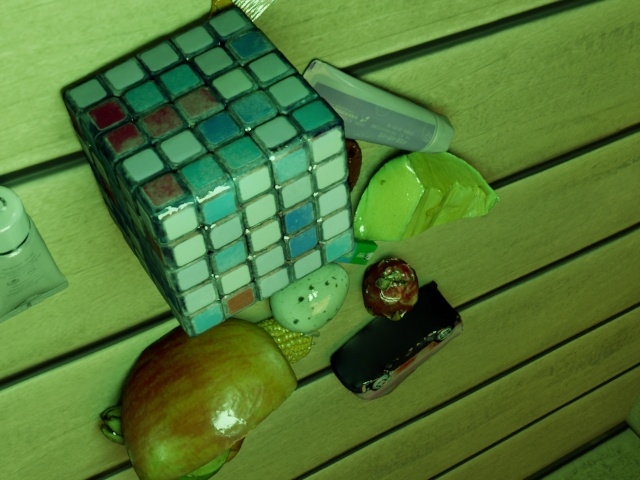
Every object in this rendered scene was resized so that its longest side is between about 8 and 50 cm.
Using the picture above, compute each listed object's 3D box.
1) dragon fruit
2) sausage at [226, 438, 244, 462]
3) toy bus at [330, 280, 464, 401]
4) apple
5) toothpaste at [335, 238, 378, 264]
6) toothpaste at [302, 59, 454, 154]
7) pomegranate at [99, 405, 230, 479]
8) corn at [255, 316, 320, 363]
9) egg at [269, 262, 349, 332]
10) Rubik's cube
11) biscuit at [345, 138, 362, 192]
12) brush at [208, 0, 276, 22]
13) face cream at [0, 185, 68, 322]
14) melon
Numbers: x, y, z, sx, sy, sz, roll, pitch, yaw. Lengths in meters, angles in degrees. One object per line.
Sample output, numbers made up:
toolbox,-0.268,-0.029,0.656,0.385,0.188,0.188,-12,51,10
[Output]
dragon fruit,0.158,0.099,2.425,0.125,0.125,0.246,-18,177,18
sausage,-0.188,0.414,2.491,0.062,0.054,0.183,10,132,-14
toy bus,0.171,0.231,2.583,0.303,0.127,0.147,-38,152,-5
apple,-0.211,0.285,2.088,0.346,0.254,0.179,-37,141,-14
toothpaste,0.000,0.000,2.163,0.267,0.065,0.050,8,120,-51
toothpaste,0.089,-0.212,1.986,0.371,0.080,0.125,9,124,-46
pomegranate,-0.300,0.390,2.217,0.241,0.190,0.159,-9,160,-44
corn,-0.134,0.214,2.250,0.293,0.106,0.106,-17,142,-35
egg,-0.018,0.102,2.201,0.164,0.131,0.131,-29,150,7
Rubik's cube,-0.145,-0.095,1.633,0.292,0.287,0.293,-30,146,-13
biscuit,0.002,-0.099,2.028,0.192,0.049,0.192,-40,146,-35
brush,-0.184,-0.267,1.666,0.314,0.017,0.090,-43,147,4
face cream,-0.447,0.034,1.697,0.143,0.089,0.314,-31,156,-19
melon,0.210,-0.082,2.237,0.323,0.124,0.196,-8,137,-51
